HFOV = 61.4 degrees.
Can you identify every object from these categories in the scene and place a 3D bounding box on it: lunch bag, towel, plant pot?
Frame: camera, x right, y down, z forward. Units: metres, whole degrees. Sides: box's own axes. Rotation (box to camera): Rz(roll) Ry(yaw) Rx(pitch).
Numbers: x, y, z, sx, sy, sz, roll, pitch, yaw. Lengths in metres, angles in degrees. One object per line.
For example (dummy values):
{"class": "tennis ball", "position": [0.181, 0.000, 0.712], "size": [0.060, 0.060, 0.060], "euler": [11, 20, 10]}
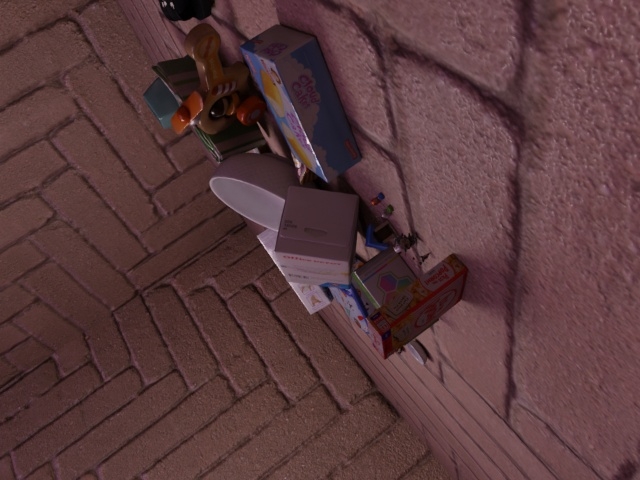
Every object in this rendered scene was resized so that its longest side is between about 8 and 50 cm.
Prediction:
{"class": "lunch bag", "position": [0.091, 0.136, 1.674], "size": [0.243, 0.115, 0.303], "euler": [62, 167, -27]}
{"class": "towel", "position": [-0.311, -0.390, 1.569], "size": [0.038, 0.248, 0.325], "euler": [-34, 92, 38]}
{"class": "plant pot", "position": [-0.487, -0.509, 1.896], "size": [0.166, 0.234, 0.165], "euler": [54, 170, 1]}

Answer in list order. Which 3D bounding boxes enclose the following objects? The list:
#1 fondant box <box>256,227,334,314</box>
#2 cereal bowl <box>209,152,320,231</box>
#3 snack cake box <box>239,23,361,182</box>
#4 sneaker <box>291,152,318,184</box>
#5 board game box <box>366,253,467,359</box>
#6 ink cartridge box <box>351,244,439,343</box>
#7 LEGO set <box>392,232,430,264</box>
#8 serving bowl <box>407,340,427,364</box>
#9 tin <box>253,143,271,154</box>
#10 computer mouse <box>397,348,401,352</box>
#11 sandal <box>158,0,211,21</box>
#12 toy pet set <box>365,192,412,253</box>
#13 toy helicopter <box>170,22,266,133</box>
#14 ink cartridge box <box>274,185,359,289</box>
{"class": "fondant box", "position": [-0.060, 0.066, 1.902], "size": [0.330, 0.096, 0.238], "euler": [55, -159, -5]}
{"class": "cereal bowl", "position": [-0.130, -0.144, 1.520], "size": [0.339, 0.141, 0.339], "euler": [22, 163, 7]}
{"class": "snack cake box", "position": [-0.033, -0.255, 1.015], "size": [0.152, 0.089, 0.264], "euler": [45, 166, 49]}
{"class": "sneaker", "position": [-0.037, -0.206, 1.294], "size": [0.084, 0.069, 0.185], "euler": [61, 166, 17]}
{"class": "board game box", "position": [0.175, 0.124, 0.984], "size": [0.045, 0.193, 0.147], "euler": [49, 169, 27]}
{"class": "ink cartridge box", "position": [0.177, 0.127, 1.235], "size": [0.209, 0.109, 0.062], "euler": [54, 171, 5]}
{"class": "LEGO set", "position": [0.176, 0.011, 1.059], "size": [0.083, 0.054, 0.023], "euler": [55, -153, -2]}
{"class": "serving bowl", "position": [0.290, 0.328, 1.604], "size": [0.083, 0.027, 0.083], "euler": [53, 170, 13]}
{"class": "tin", "position": [-0.186, -0.279, 1.822], "size": [0.190, 0.040, 0.106], "euler": [60, 173, -29]}
{"class": "computer mouse", "position": [0.208, 0.312, 1.849], "size": [0.184, 0.060, 0.262], "euler": [52, 170, 23]}
{"class": "sandal", "position": [-0.374, -0.618, 1.367], "size": [0.167, 0.107, 0.446], "euler": [59, 169, -23]}
{"class": "toy pet set", "position": [0.124, -0.022, 1.119], "size": [0.122, 0.065, 0.114], "euler": [55, 170, 3]}
{"class": "toy helicopter", "position": [-0.278, -0.382, 1.328], "size": [0.140, 0.235, 0.355], "euler": [47, 166, 16]}
{"class": "ink cartridge box", "position": [0.000, 0.000, 1.300], "size": [0.171, 0.168, 0.233], "euler": [8, 160, 6]}
